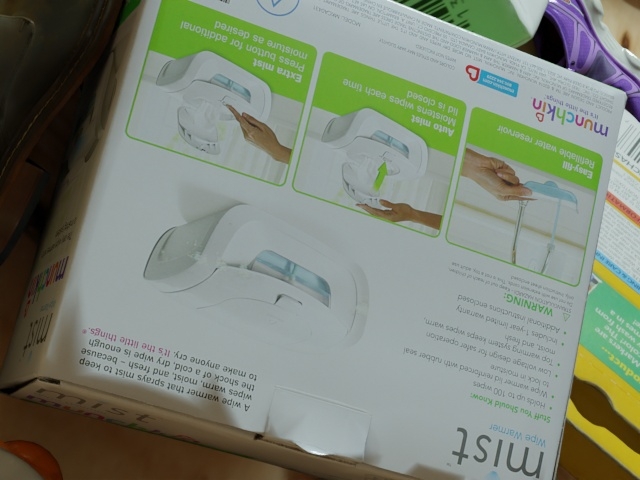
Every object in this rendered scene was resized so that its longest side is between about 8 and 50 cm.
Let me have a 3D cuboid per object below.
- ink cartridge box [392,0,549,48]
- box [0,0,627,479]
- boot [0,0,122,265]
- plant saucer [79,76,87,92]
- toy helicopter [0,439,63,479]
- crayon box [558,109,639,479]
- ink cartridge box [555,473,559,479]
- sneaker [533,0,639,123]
[{"bbox_3d":[0.062,-0.300,1.001,0.308,0.091,0.385,59,22,-12],"label":"ink cartridge box"},{"bbox_3d":[0.000,0.000,0.719,0.262,0.127,0.231,17,76,-19],"label":"box"},{"bbox_3d":[-0.167,-0.101,0.692,0.106,0.082,0.219,23,84,-28],"label":"boot"},{"bbox_3d":[-0.039,-0.070,0.859,0.259,0.047,0.259,-18,89,-45],"label":"plant saucer"},{"bbox_3d":[-0.202,0.089,0.591,0.235,0.140,0.355,-10,80,-46],"label":"toy helicopter"},{"bbox_3d":[0.205,0.058,0.953,0.203,0.083,0.323,40,40,5],"label":"crayon box"},{"bbox_3d":[0.074,0.163,0.887,0.179,0.045,0.145,-4,69,-33],"label":"ink cartridge box"},{"bbox_3d":[0.206,-0.128,1.117,0.071,0.068,0.170,-40,96,-28],"label":"sneaker"}]
